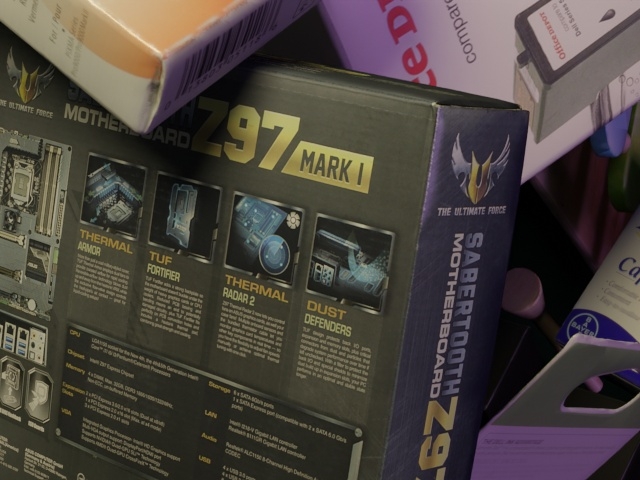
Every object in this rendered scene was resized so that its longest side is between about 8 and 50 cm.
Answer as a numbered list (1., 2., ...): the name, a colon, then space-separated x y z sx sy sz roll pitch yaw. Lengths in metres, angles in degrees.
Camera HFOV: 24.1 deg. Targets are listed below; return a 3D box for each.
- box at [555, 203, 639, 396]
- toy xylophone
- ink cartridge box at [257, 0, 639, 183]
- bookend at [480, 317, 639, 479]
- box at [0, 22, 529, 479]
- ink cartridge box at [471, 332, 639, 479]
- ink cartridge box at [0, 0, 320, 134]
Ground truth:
1. box: 0.229 0.037 0.870 0.072 0.126 0.137 35 86 -48
2. toy xylophone: 0.201 -0.030 0.980 0.323 0.081 0.236 33 63 -56
3. ink cartridge box: 0.091 -0.156 0.684 0.273 0.115 0.198 -36 124 -14
4. bookend: 0.132 0.103 0.900 0.072 0.156 0.157 -59 141 -22
5. box: -0.047 0.020 0.550 0.059 0.233 0.183 -5 106 -51
6. ink cartridge box: 0.072 0.116 0.753 0.235 0.056 0.171 -51 149 19
7. ink cartridge box: -0.074 -0.135 0.507 0.145 0.179 0.045 -43 170 -37
